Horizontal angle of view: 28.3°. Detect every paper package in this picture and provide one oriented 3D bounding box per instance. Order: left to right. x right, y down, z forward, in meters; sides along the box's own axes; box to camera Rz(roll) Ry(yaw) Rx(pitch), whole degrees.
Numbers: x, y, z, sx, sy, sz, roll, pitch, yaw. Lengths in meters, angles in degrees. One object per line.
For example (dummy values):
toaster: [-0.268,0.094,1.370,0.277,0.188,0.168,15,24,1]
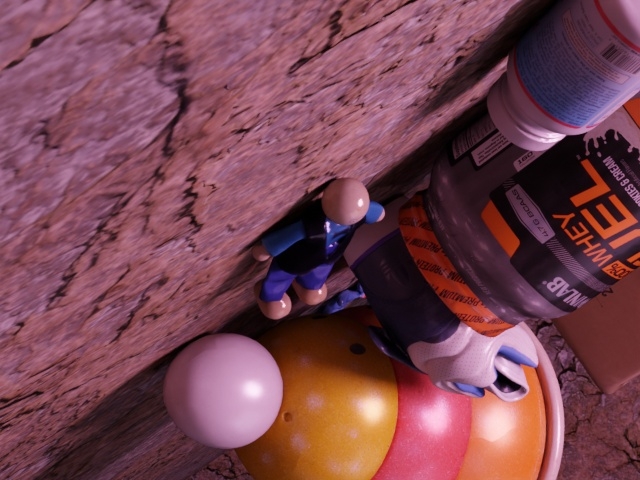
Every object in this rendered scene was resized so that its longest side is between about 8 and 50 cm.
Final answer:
paper package: [0.421,-0.013,1.676,0.168,0.325,0.309,-25,168,-47]

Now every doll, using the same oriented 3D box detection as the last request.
doll: [0.000,0.000,1.052,0.129,0.046,0.189,-21,160,-24]

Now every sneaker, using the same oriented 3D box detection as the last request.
sneaker: [0.136,0.076,1.363,0.130,0.236,0.323,-36,172,8]

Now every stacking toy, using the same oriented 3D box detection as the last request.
stacking toy: [0.019,0.193,1.405,0.350,0.351,0.480,-39,148,25]

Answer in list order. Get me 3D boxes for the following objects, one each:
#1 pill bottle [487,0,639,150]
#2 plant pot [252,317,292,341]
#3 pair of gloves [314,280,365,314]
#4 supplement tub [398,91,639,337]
pill bottle: [0.190,-0.132,0.913,0.087,0.087,0.160,-28,170,-38]
plant pot: [-0.059,0.163,1.625,0.081,0.083,0.081,-28,168,-40]
pair of gloves: [0.006,0.111,1.805,0.198,0.023,0.159,-40,170,26]
supplement tub: [0.236,-0.061,1.127,0.316,0.194,0.193,-38,171,21]
